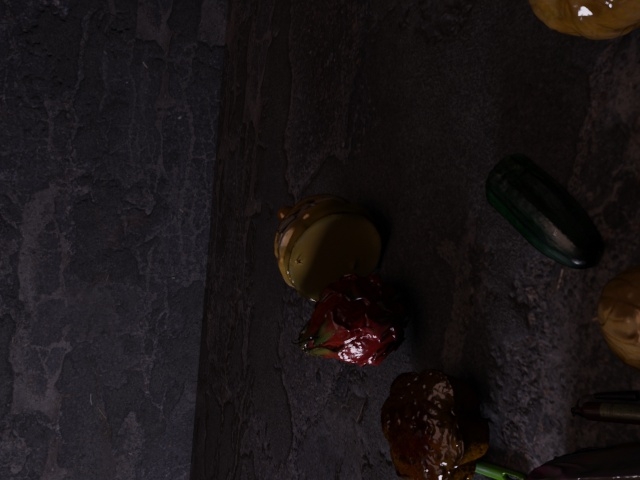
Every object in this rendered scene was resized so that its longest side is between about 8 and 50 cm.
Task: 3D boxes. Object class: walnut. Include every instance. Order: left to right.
[{"bbox_3d":[0.394,-0.374,0.712,0.195,0.222,0.195,35,140,36],"label":"walnut"},{"bbox_3d":[0.455,0.104,0.642,0.207,0.159,0.158,4,92,61],"label":"walnut"}]

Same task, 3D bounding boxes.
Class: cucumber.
[{"bbox_3d":[0.376,-0.045,0.884,0.243,0.063,0.115,56,135,44],"label":"cucumber"}]

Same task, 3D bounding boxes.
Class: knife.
[{"bbox_3d":[0.315,0.451,1.000,0.212,0.015,0.054,-17,74,59],"label":"knife"}]

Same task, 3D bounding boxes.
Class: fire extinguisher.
[{"bbox_3d":[0.445,0.248,0.765,0.173,0.035,0.048,-21,73,55],"label":"fire extinguisher"}]

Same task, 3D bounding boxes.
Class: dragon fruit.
[{"bbox_3d":[0.069,0.205,1.206,0.293,0.234,0.233,-40,42,4],"label":"dragon fruit"}]

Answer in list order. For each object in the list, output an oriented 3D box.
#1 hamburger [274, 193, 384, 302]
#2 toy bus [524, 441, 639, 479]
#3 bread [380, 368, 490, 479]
[{"bbox_3d":[0.000,0.000,1.348,0.237,0.277,0.276,50,130,55],"label":"hamburger"},{"bbox_3d":[0.427,0.345,0.661,0.386,0.163,0.171,-44,52,51],"label":"toy bus"},{"bbox_3d":[0.220,0.385,1.036,0.247,0.135,0.231,-42,44,49],"label":"bread"}]
